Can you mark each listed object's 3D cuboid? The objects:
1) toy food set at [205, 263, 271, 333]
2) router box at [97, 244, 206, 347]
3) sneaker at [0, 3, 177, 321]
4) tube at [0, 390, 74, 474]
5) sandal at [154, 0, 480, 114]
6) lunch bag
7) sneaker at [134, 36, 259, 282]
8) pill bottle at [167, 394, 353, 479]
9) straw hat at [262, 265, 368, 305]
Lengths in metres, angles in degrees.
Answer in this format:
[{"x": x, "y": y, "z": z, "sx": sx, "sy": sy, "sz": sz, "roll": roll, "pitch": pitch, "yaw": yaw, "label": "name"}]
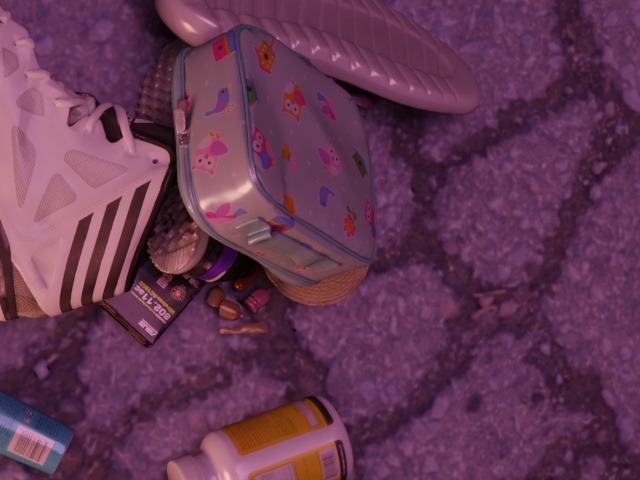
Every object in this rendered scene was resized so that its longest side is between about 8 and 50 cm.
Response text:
[{"x": -0.093, "y": 0.045, "z": 1.885, "sx": 0.078, "sy": 0.019, "sz": 0.122, "roll": -1, "pitch": 74, "yaw": -20, "label": "toy food set"}, {"x": -0.199, "y": 0.042, "z": 1.836, "sx": 0.122, "sy": 0.038, "sz": 0.092, "roll": 43, "pitch": 71, "yaw": -9, "label": "router box"}, {"x": -0.279, "y": -0.145, "z": 1.743, "sx": 0.258, "sy": 0.169, "sz": 0.447, "roll": -10, "pitch": 94, "yaw": -5, "label": "sneaker"}, {"x": -0.358, "y": 0.175, "z": 1.757, "sx": 0.207, "sy": 0.052, "sz": 0.080, "roll": 27, "pitch": 69, "yaw": -8, "label": "tube"}, {"x": -0.009, "y": -0.212, "z": 1.903, "sx": 0.416, "sy": 0.102, "sz": 0.169, "roll": 14, "pitch": 41, "yaw": -30, "label": "sandal"}, {"x": -0.048, "y": -0.079, "z": 1.753, "sx": 0.279, "sy": 0.108, "sz": 0.224, "roll": 30, "pitch": 50, "yaw": -53, "label": "lunch bag"}, {"x": -0.115, "y": -0.086, "z": 1.861, "sx": 0.146, "sy": 0.102, "sz": 0.293, "roll": 18, "pitch": 62, "yaw": -41, "label": "sneaker"}, {"x": -0.065, "y": 0.239, "z": 1.817, "sx": 0.184, "sy": 0.103, "sz": 0.103, "roll": -17, "pitch": 88, "yaw": -21, "label": "pill bottle"}, {"x": 0.000, "y": 0.000, "z": 1.900, "sx": 0.145, "sy": 0.061, "sz": 0.144, "roll": 3, "pitch": 80, "yaw": -19, "label": "straw hat"}]
